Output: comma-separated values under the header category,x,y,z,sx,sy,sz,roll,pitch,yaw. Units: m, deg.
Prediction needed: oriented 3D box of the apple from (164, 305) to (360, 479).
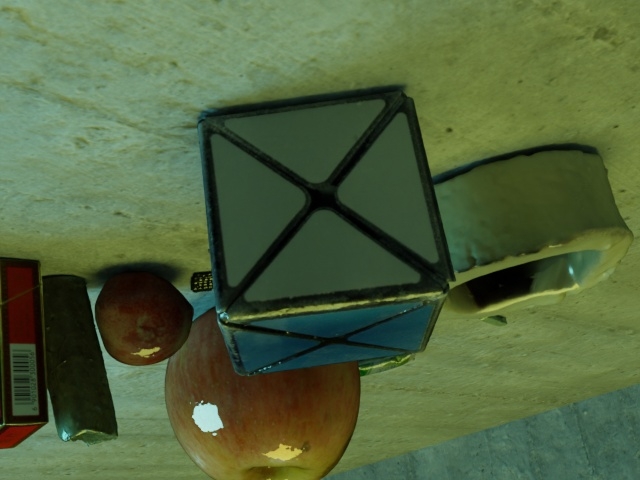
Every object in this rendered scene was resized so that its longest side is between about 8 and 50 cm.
category,x,y,z,sx,sy,sz,roll,pitch,yaw
apple,-0.098,0.280,1.547,0.363,0.364,0.364,-9,158,-4

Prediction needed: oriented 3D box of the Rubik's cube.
category,x,y,z,sx,sy,sz,roll,pitch,yaw
Rubik's cube,0.000,0.000,1.022,0.260,0.255,0.259,-6,159,-5

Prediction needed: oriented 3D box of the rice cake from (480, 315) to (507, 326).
category,x,y,z,sx,sy,sz,roll,pitch,yaw
rice cake,0.383,0.175,1.903,0.022,0.022,0.121,-28,154,26

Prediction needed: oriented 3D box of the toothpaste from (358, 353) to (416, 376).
category,x,y,z,sx,sy,sz,roll,pitch,yaw
toothpaste,0.109,0.304,2.065,0.247,0.047,0.078,-11,160,-3

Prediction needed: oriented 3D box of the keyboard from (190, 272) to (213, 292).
category,x,y,z,sx,sy,sz,roll,pitch,yaw
keyboard,-0.118,0.064,1.426,0.195,0.018,0.060,-5,154,-14

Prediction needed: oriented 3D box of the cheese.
category,x,y,z,sx,sy,sz,roll,pitch,yaw
cheese,0.284,0.000,1.276,0.332,0.153,0.292,-16,157,18

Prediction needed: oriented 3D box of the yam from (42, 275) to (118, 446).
category,x,y,z,sx,sy,sz,roll,pitch,yaw
yam,-0.375,0.183,1.296,0.093,0.259,0.093,-16,164,-5

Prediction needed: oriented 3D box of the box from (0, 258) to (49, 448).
category,x,y,z,sx,sy,sz,roll,pitch,yaw
box,-0.450,0.165,1.226,0.074,0.240,0.153,5,153,-33

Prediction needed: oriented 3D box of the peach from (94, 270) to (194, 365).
category,x,y,z,sx,sy,sz,roll,pitch,yaw
peach,-0.270,0.116,1.342,0.152,0.152,0.152,-9,158,-4
